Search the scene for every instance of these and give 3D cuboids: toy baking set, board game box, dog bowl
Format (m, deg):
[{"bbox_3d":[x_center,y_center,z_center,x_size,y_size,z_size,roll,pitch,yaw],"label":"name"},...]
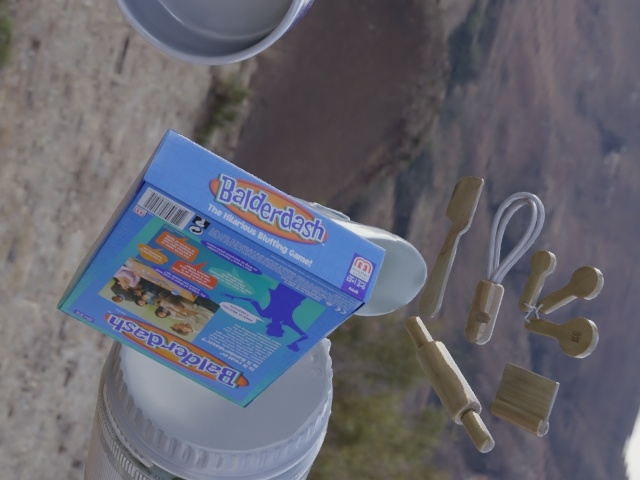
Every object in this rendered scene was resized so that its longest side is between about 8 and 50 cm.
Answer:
[{"bbox_3d":[0.163,0.064,1.227,0.030,0.256,0.197,24,113,-44],"label":"toy baking set"},{"bbox_3d":[-0.074,0.028,0.900,0.210,0.160,0.047,-45,-161,54],"label":"board game box"},{"bbox_3d":[-0.129,-0.357,1.646,0.104,0.265,0.265,-51,155,-65],"label":"dog bowl"}]

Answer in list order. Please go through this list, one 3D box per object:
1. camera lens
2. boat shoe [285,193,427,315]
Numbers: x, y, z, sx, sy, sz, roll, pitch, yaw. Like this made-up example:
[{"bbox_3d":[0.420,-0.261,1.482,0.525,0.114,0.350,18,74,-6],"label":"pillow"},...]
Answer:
[{"bbox_3d":[-0.114,0.188,1.305,0.274,0.219,0.219,110,3,-51],"label":"camera lens"},{"bbox_3d":[-0.001,0.001,1.131,0.227,0.081,0.079,18,113,-43],"label":"boat shoe"}]
